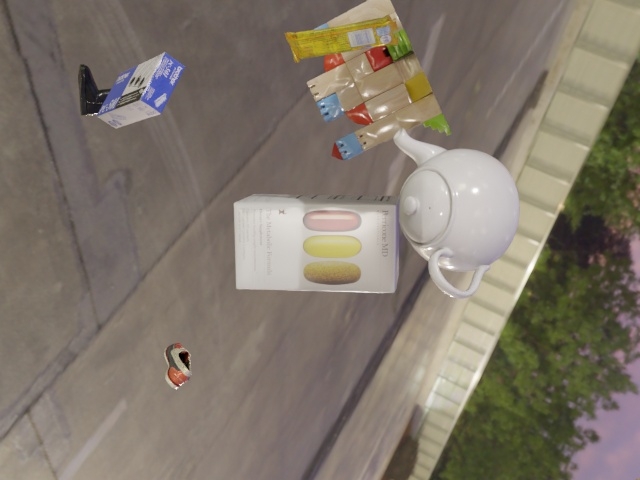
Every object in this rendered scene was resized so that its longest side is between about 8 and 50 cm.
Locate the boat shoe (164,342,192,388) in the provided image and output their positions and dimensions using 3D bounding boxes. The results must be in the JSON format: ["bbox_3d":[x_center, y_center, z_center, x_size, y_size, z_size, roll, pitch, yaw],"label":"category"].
[{"bbox_3d":[-0.255,0.219,1.378,0.043,0.049,0.137,-44,-161,6],"label":"boat shoe"}]

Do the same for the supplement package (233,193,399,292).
[{"bbox_3d":[0.000,0.000,1.185,0.134,0.244,0.139,-48,138,-77],"label":"supplement package"}]

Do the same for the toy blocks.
[{"bbox_3d":[0.093,-0.356,1.695,0.260,0.382,0.191,-25,-177,11],"label":"toy blocks"}]

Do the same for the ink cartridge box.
[{"bbox_3d":[-0.318,-0.260,1.333,0.046,0.207,0.097,33,72,-31],"label":"ink cartridge box"}]

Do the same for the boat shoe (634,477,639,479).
[{"bbox_3d":[0.589,0.554,1.314,0.098,0.096,0.277,-23,107,-30],"label":"boat shoe"}]

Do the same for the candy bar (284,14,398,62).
[{"bbox_3d":[0.024,-0.246,0.929,0.018,0.161,0.040,-46,126,-45],"label":"candy bar"}]

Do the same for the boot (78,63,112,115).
[{"bbox_3d":[-0.476,-0.325,1.661,0.099,0.045,0.121,-6,113,-22],"label":"boot"}]

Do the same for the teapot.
[{"bbox_3d":[0.236,-0.054,1.433,0.187,0.256,0.253,1,111,-36],"label":"teapot"}]
